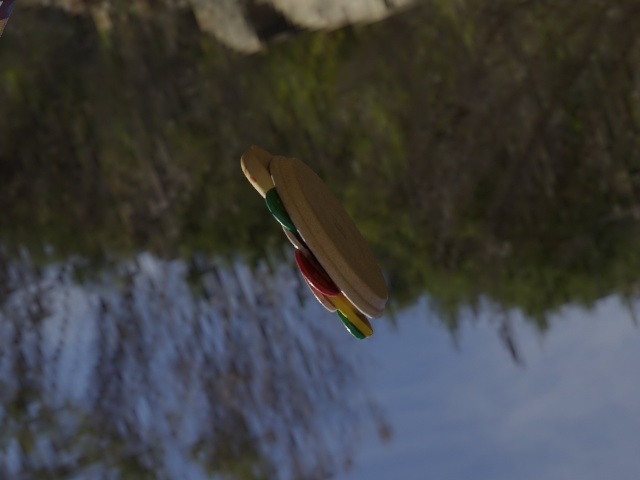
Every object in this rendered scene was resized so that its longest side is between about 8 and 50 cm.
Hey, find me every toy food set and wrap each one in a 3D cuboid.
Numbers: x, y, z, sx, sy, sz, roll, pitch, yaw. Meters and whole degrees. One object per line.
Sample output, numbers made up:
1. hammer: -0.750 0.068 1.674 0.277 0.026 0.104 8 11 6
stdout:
1. toy food set: 0.000 0.000 0.807 0.020 0.083 0.082 -33 -139 10

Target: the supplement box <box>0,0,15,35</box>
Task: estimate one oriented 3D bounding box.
1. supplement box: -0.205 -0.201 0.824 0.129 0.191 0.194 -16 159 -32
